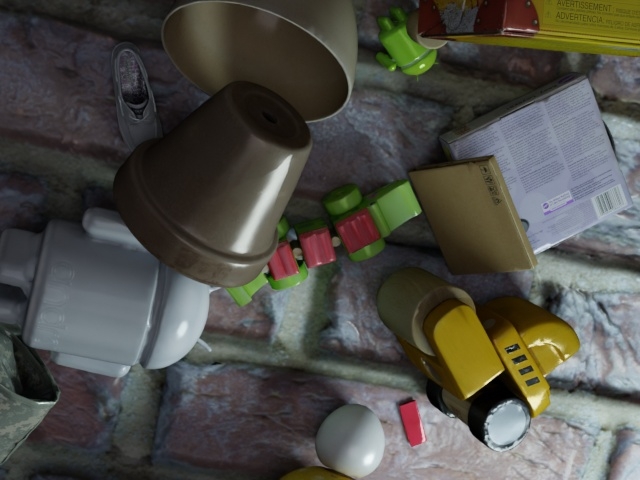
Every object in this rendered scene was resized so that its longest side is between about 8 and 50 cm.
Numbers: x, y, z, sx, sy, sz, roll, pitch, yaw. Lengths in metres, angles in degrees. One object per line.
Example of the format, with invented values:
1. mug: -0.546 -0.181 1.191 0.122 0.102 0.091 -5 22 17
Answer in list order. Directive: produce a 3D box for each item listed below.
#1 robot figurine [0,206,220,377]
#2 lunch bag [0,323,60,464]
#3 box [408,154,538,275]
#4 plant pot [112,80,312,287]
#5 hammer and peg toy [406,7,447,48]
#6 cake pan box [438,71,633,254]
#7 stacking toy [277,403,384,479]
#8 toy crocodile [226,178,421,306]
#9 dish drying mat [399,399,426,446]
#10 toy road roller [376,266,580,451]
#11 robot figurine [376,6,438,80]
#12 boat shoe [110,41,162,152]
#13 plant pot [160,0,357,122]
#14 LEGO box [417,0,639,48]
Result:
1. robot figurine: -0.322 0.084 1.784 0.353 0.200 0.300 12 125 -13
2. lunch bag: -0.567 0.229 1.786 0.287 0.169 0.235 39 110 -14
3. box: 0.244 -0.037 1.889 0.021 0.164 0.201 -43 116 -41
4. plant pot: -0.134 -0.100 1.697 0.263 0.263 0.229 30 122 -17
5. hammer and peg toy: 0.170 -0.485 1.738 0.266 0.127 0.361 -22 109 -10
6. cake pan box: 0.359 -0.116 1.921 0.267 0.070 0.245 -27 111 -1
7. stacking toy: -0.014 0.500 1.945 0.351 0.350 0.480 21 86 -16
8. toy crocodile: 0.000 0.000 1.869 0.341 0.105 0.115 -22 109 -4
9. dish drying mat: 0.161 0.318 2.044 0.032 0.008 0.083 -19 108 -5
10. toy road roller: 0.269 0.156 1.922 0.240 0.202 0.329 -38 115 -11
11. robot figurine: 0.135 -0.307 1.823 0.101 0.067 0.115 -40 109 -5
12. boat shoe: -0.277 -0.207 1.778 0.066 0.063 0.184 -6 107 -9
13. plant pot: -0.065 -0.328 1.700 0.284 0.284 0.191 27 64 -17
14. LEGO box: 0.402 -0.455 1.657 0.500 0.193 0.372 0 97 -30
